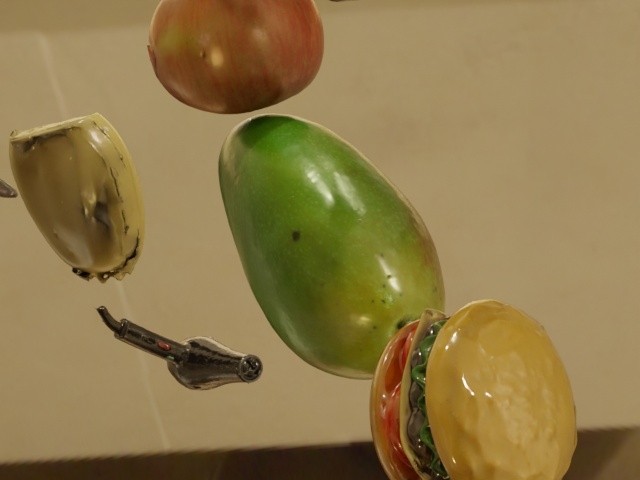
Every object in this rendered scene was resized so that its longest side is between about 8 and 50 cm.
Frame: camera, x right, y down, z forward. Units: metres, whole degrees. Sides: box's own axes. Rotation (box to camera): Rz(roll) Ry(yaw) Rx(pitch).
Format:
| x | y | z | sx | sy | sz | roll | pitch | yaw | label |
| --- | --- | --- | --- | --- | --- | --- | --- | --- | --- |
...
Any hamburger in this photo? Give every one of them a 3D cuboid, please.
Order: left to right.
| x | y | z | sx | sy | sz | roll | pitch | yaw | label |
| --- | --- | --- | --- | --- | --- | --- | --- | --- | --- |
| 0.111 | 0.121 | 0.882 | 0.115 | 0.162 | 0.162 | -15 | 35 | 44 | hamburger |

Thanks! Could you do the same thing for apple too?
| x | y | z | sx | sy | sz | roll | pitch | yaw | label |
| --- | --- | --- | --- | --- | --- | --- | --- | --- | --- |
| -0.100 | -0.237 | 1.427 | 0.210 | 0.164 | 0.209 | -8 | 20 | 3 | apple |

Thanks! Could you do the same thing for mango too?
| x | y | z | sx | sy | sz | roll | pitch | yaw | label |
| --- | --- | --- | --- | --- | --- | --- | --- | --- | --- |
| 0.000 | 0.000 | 1.389 | 0.201 | 0.225 | 0.382 | -31 | 55 | -13 | mango |

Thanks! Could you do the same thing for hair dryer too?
| x | y | z | sx | sy | sz | roll | pitch | yaw | label |
| --- | --- | --- | --- | --- | --- | --- | --- | --- | --- |
| -0.243 | 0.171 | 1.944 | 0.236 | 0.272 | 0.091 | -2 | 68 | 54 | hair dryer |

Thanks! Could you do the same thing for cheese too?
| x | y | z | sx | sy | sz | roll | pitch | yaw | label |
| --- | --- | --- | --- | --- | --- | --- | --- | --- | --- |
| -0.423 | -0.071 | 2.197 | 0.260 | 0.315 | 0.128 | -8 | 15 | 44 | cheese |

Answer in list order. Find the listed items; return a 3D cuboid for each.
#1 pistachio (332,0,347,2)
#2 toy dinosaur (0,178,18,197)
| x | y | z | sx | sy | sz | roll | pitch | yaw | label |
| --- | --- | --- | --- | --- | --- | --- | --- | --- | --- |
| 0.052 | -0.335 | 1.168 | 0.153 | 0.238 | 0.137 | -4 | 48 | -53 | pistachio |
| -0.351 | -0.085 | 0.821 | 0.294 | 0.162 | 0.077 | 4 | 8 | 16 | toy dinosaur |
